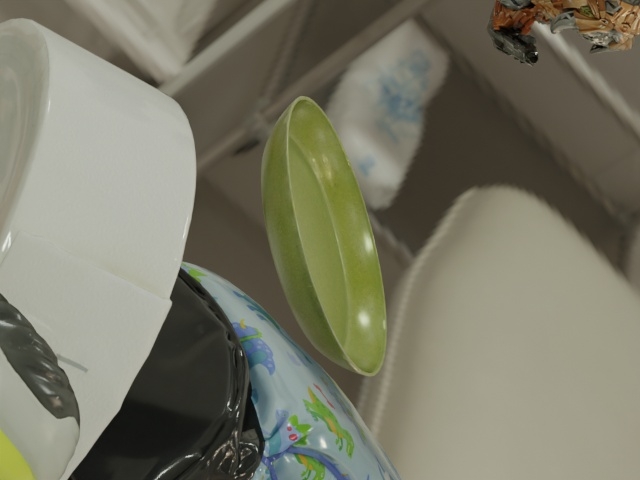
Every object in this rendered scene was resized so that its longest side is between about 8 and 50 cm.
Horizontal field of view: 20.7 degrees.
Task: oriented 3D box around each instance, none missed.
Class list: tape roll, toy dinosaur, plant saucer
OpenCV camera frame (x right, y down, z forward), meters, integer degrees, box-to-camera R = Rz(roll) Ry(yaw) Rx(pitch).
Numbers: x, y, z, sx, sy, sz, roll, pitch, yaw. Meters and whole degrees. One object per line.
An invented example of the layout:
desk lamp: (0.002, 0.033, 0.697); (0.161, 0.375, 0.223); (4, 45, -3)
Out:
tape roll: (-0.189, 0.020, 0.997); (0.100, 0.286, 0.286); (29, 43, -28)
toy dinosaur: (0.167, -0.250, 1.306); (0.164, 0.218, 0.322); (14, 20, -46)
plant saucer: (0.000, 0.000, 1.467); (0.241, 0.037, 0.241); (-15, 90, -76)

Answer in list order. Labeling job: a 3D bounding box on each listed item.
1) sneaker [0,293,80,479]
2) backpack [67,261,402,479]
sneaker: (-0.290, 0.046, 0.736); (0.384, 0.145, 0.147); (17, 58, 4)
backpack: (-0.070, 0.175, 1.278); (0.290, 0.273, 0.356); (46, -21, 48)
